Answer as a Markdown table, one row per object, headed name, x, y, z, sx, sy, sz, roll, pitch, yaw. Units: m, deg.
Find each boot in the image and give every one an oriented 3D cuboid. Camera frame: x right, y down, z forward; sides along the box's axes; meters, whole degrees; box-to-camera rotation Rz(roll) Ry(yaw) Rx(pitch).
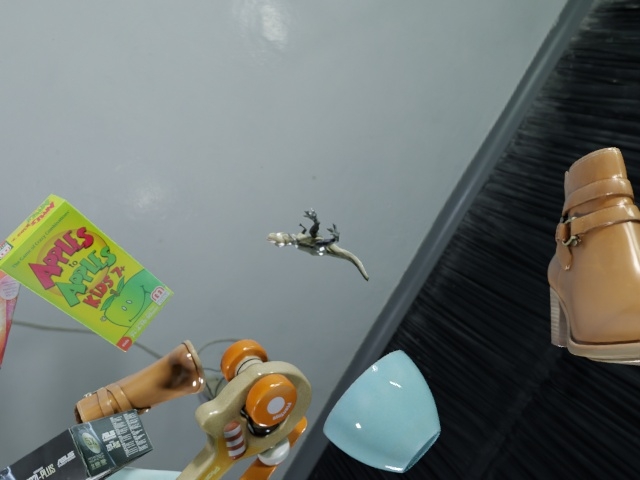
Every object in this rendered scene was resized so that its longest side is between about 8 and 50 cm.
| name | x | y | z | sx | sy | sz | roll | pitch | yaw |
| --- | --- | --- | --- | --- | --- | --- | --- | --- | --- |
| boot | 0.211 | 0.007 | 0.353 | 0.073 | 0.197 | 0.152 | 5 | 85 | 3 |
| boot | -0.367 | 0.296 | 0.988 | 0.220 | 0.283 | 0.109 | -15 | 79 | -38 |

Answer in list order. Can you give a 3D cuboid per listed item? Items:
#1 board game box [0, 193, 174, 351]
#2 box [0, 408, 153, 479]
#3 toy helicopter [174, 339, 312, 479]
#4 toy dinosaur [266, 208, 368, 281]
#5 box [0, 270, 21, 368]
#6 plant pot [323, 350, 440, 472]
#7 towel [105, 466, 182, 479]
| name | x | y | z | sx | sy | sz | roll | pitch | yaw |
| --- | --- | --- | --- | --- | --- | --- | --- | --- | --- |
| board game box | -0.265 | 0.043 | 0.570 | 0.092 | 0.043 | 0.181 | -54 | 135 | -19 |
| box | -0.372 | 0.341 | 0.754 | 0.147 | 0.077 | 0.180 | -32 | 166 | 2 |
| toy helicopter | -0.153 | 0.367 | 0.867 | 0.355 | 0.140 | 0.235 | -45 | 130 | -9 |
| toy dinosaur | 0.000 | 0.000 | 1.165 | 0.064 | 0.268 | 0.118 | -51 | 154 | -45 |
| box | -0.601 | 0.090 | 0.700 | 0.142 | 0.300 | 0.154 | 29 | 68 | -67 |
| plant pot | 0.179 | 0.447 | 1.222 | 0.290 | 0.195 | 0.290 | -33 | 146 | -26 |
| towel | -0.400 | 0.642 | 1.017 | 0.090 | 0.374 | 0.320 | 43 | 46 | -57 |
